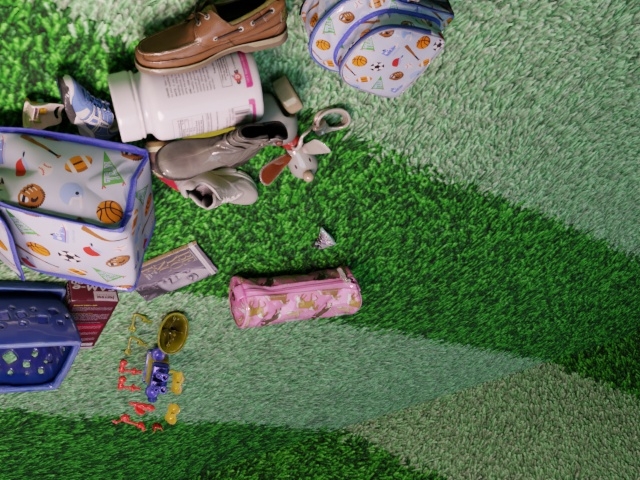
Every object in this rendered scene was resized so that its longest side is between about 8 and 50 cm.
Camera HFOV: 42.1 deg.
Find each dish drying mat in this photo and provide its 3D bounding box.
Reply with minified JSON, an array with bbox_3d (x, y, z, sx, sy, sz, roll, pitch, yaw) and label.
[{"bbox_3d":[-0.349,-0.141,1.957,0.032,0.008,0.083,-31,147,15],"label":"dish drying mat"}]

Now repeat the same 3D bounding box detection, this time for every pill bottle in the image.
[{"bbox_3d":[-0.267,-0.288,1.645,0.283,0.160,0.160,-13,147,-12],"label":"pill bottle"}]

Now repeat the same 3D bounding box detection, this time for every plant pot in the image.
[{"bbox_3d":[-0.757,0.235,2.088,0.236,0.212,0.236,3,141,-33],"label":"plant pot"}]

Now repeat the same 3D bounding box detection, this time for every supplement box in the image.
[{"bbox_3d":[-0.644,0.201,2.232,0.130,0.073,0.239,4,141,-35],"label":"supplement box"}]

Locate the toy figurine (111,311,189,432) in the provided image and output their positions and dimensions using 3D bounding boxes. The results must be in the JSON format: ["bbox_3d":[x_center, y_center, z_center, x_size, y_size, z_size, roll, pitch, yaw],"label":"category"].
[{"bbox_3d":[-0.515,0.368,2.509,0.191,0.217,0.362,7,96,-16],"label":"toy figurine"}]

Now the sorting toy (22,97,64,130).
[{"bbox_3d":[-0.548,-0.252,1.653,0.075,0.045,0.083,-7,146,-34],"label":"sorting toy"}]

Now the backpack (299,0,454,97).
[{"bbox_3d":[0.100,-0.420,1.635,0.263,0.213,0.276,13,138,-26],"label":"backpack"}]

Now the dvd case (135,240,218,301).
[{"bbox_3d":[-0.406,0.086,2.249,0.221,0.018,0.164,-23,147,3],"label":"dvd case"}]

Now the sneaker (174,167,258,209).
[{"bbox_3d":[-0.246,-0.112,1.954,0.262,0.121,0.099,17,132,-45],"label":"sneaker"}]

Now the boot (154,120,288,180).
[{"bbox_3d":[-0.195,-0.193,1.649,0.246,0.083,0.161,-17,176,-41],"label":"boot"}]

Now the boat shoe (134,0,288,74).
[{"bbox_3d":[-0.210,-0.405,1.570,0.307,0.111,0.104,-22,144,-17],"label":"boat shoe"}]

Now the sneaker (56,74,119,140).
[{"bbox_3d":[-0.462,-0.266,1.652,0.081,0.080,0.211,-20,158,-4],"label":"sneaker"}]

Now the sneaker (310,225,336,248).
[{"bbox_3d":[0.000,0.000,2.334,0.069,0.038,0.098,-27,147,8],"label":"sneaker"}]

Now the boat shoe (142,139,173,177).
[{"bbox_3d":[-0.339,-0.170,1.766,0.080,0.073,0.223,-2,-179,-8],"label":"boat shoe"}]

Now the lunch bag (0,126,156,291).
[{"bbox_3d":[-0.555,-0.062,1.707,0.385,0.239,0.328,13,152,-3],"label":"lunch bag"}]

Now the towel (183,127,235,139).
[{"bbox_3d":[-0.237,-0.236,1.869,0.102,0.021,0.237,-36,145,21],"label":"towel"}]

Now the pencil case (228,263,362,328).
[{"bbox_3d":[-0.077,0.162,2.421,0.386,0.160,0.167,-6,116,-21],"label":"pencil case"}]

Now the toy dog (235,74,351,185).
[{"bbox_3d":[-0.069,-0.218,1.860,0.220,0.161,0.333,-38,144,25],"label":"toy dog"}]
